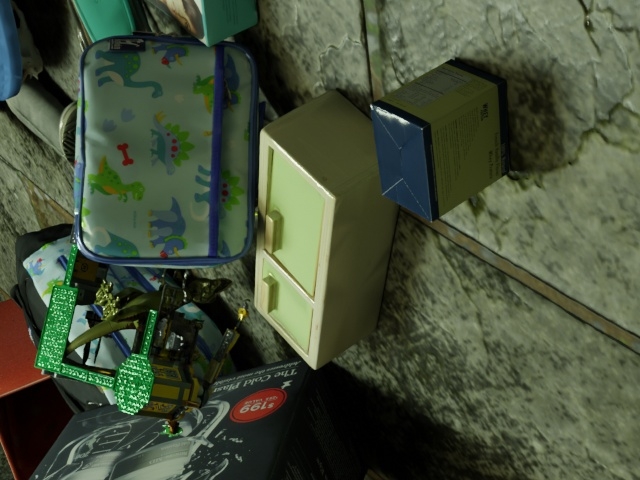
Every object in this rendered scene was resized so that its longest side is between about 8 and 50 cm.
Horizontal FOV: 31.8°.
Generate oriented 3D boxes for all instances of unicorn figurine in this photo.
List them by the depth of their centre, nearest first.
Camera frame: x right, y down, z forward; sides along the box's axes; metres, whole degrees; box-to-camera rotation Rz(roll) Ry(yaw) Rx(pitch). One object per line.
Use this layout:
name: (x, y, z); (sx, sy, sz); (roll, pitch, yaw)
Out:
unicorn figurine: (-0.427, -0.279, 1.558); (0.111, 0.060, 0.162); (61, 170, -18)

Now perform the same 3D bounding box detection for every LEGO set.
LEGO set: (-0.160, 0.053, 1.262); (0.254, 0.192, 0.332); (-5, 75, 40)

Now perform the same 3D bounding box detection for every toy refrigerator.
toy refrigerator: (0.000, 0.000, 1.056); (0.102, 0.094, 0.270); (45, 151, 26)

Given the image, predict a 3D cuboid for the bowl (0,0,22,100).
bowl: (-0.503, -0.363, 1.462); (0.391, 0.077, 0.391); (47, 150, 38)

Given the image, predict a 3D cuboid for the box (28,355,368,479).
box: (-0.153, 0.308, 1.247); (0.343, 0.312, 0.179); (-16, 110, 17)

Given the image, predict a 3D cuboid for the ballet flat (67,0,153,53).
ballet flat: (-0.196, -0.178, 1.172); (0.096, 0.095, 0.281); (36, -140, -76)

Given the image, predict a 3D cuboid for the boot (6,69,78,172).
boot: (-0.365, -0.176, 1.548); (0.208, 0.076, 0.190); (51, 154, 28)

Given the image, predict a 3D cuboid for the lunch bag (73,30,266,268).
lunch bag: (-0.141, -0.083, 1.060); (0.090, 0.176, 0.219); (171, 103, -82)

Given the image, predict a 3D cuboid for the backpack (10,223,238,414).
backpack: (-0.270, 0.154, 1.561); (0.355, 0.273, 0.290); (-123, 17, -60)

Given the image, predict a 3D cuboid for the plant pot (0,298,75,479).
plant pot: (-0.445, 0.222, 1.922); (0.236, 0.267, 0.267); (53, 156, 39)

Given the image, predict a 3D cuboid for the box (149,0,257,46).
box: (-0.158, -0.287, 1.060); (0.244, 0.060, 0.101); (41, 149, 33)

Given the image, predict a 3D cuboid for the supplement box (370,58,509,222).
supplement box: (0.090, -0.075, 0.828); (0.056, 0.083, 0.083); (33, 144, 42)
